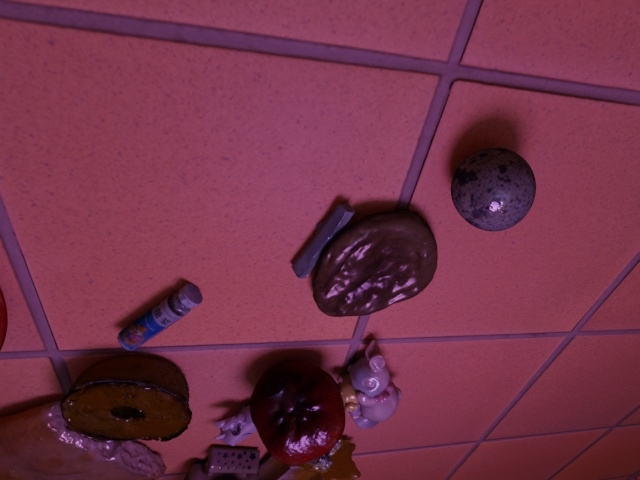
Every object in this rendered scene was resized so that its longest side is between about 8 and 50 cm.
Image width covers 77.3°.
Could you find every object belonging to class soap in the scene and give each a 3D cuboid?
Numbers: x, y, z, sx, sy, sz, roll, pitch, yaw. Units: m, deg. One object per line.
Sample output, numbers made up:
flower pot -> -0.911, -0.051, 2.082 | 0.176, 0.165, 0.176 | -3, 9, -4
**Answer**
soap -> -0.052, 0.753, 1.304 | 0.260, 0.142, 0.281 | 18, 128, -22

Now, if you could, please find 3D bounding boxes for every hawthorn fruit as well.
hawthorn fruit -> -0.065, 0.419, 0.978 | 0.210, 0.230, 0.266 | -35, 163, -29

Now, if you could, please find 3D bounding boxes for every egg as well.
egg -> 0.296, -0.082, 0.689 | 0.133, 0.132, 0.172 | -29, 141, 11

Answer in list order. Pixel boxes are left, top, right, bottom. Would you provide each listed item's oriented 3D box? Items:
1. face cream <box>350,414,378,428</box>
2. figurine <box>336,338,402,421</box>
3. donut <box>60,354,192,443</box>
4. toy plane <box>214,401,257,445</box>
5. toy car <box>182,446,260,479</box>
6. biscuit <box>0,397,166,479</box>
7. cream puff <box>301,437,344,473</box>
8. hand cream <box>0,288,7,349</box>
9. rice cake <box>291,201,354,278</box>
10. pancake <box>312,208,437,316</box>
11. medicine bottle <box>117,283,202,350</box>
face cream -> 0.139, 0.485, 1.150 | 0.095, 0.091, 0.091 | -40, 127, 10
figurine -> 0.115, 0.361, 1.028 | 0.156, 0.127, 0.235 | -13, 126, 11
donut -> -0.429, 0.357, 0.911 | 0.273, 0.107, 0.271 | -4, 126, -5
toy plane -> -0.212, 0.494, 1.084 | 0.174, 0.080, 0.173 | -18, 146, -12
toy car -> -0.279, 0.812, 1.164 | 0.242, 0.335, 0.226 | 19, 120, -26
biscuit -> -0.704, 0.578, 1.025 | 0.447, 0.103, 0.428 | -16, 131, -1
cream puff -> -0.008, 0.601, 1.185 | 0.121, 0.156, 0.156 | 0, 140, 35
hand cream -> -0.605, 0.128, 0.618 | 0.126, 0.193, 0.192 | -10, 130, -8
rice cake -> 0.000, 0.000, 0.754 | 0.031, 0.042, 0.180 | 0, 135, -48
pancake -> 0.116, 0.060, 0.812 | 0.295, 0.049, 0.294 | -11, 134, -11
medicine bottle -> -0.319, 0.154, 0.796 | 0.191, 0.051, 0.051 | -35, 128, 14
